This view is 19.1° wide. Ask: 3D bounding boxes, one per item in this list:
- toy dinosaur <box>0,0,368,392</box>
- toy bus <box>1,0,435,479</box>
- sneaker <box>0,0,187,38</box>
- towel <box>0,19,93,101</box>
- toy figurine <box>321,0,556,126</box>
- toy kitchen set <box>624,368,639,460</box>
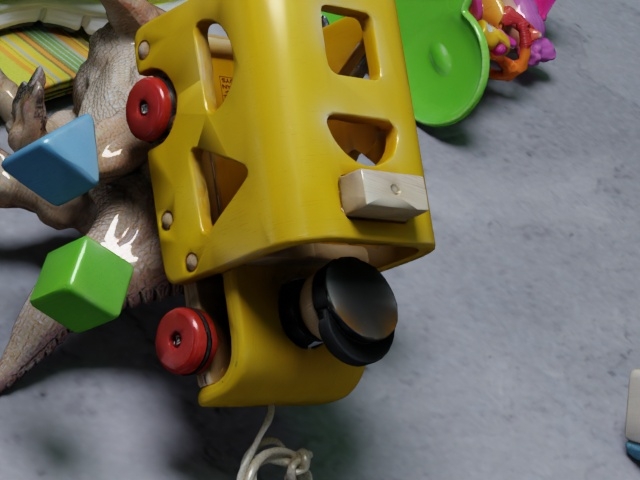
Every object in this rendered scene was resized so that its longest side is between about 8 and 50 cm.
[{"bbox_3d":[-0.060,-0.040,0.889,0.200,0.127,0.296,32,40,-21],"label":"toy dinosaur"},{"bbox_3d":[-0.006,-0.012,0.778,0.202,0.104,0.191,48,48,-20],"label":"toy bus"},{"bbox_3d":[-0.153,-0.160,0.974,0.208,0.094,0.081,-1,40,-27],"label":"sneaker"},{"bbox_3d":[-0.197,-0.090,0.955,0.102,0.021,0.237,36,36,25],"label":"towel"},{"bbox_3d":[0.098,-0.149,1.153,0.159,0.130,0.173,-3,64,-49],"label":"toy figurine"},{"bbox_3d":[0.244,0.154,0.863,0.122,0.166,0.207,3,3,-29],"label":"toy kitchen set"}]
